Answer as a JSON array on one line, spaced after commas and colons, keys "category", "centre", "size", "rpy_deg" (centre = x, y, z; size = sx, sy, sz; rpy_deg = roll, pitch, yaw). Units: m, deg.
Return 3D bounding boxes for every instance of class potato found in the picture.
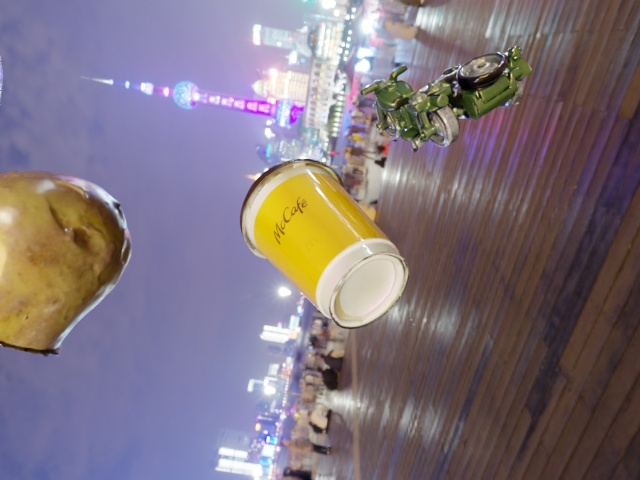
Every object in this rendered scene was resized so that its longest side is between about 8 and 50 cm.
[{"category": "potato", "centre": [-0.450, -0.007, 0.738], "size": [0.237, 0.301, 0.288], "rpy_deg": [-48, -16, -4]}]

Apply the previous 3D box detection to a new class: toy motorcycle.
[{"category": "toy motorcycle", "centre": [0.204, -0.248, 0.796], "size": [0.127, 0.205, 0.275], "rpy_deg": [60, 172, -26]}]

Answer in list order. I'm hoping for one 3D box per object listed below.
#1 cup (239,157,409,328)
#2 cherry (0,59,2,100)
[{"category": "cup", "centre": [0.000, 0.000, 0.729], "size": [0.279, 0.197, 0.196], "rpy_deg": [48, 137, 45]}, {"category": "cherry", "centre": [-0.262, -0.110, 0.244], "size": [0.176, 0.140, 0.175], "rpy_deg": [174, 90, -82]}]
